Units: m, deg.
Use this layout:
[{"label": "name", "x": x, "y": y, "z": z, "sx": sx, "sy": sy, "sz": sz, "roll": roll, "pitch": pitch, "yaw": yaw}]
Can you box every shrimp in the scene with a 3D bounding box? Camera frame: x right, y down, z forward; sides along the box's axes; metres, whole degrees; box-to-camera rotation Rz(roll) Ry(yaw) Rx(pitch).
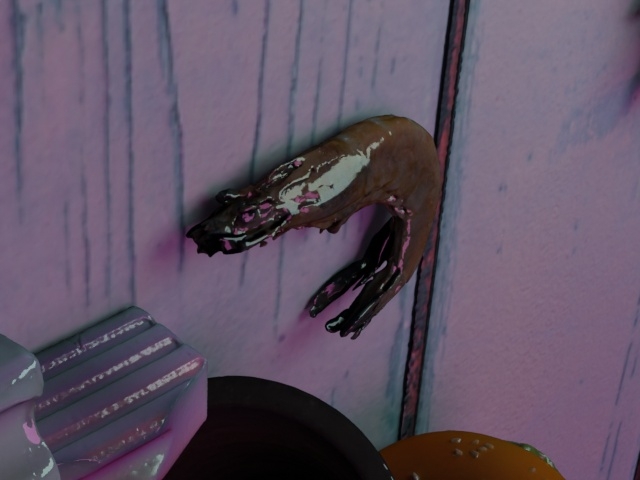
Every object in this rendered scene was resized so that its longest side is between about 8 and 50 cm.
[{"label": "shrimp", "x": 0.000, "y": 0.000, "z": 0.911, "sx": 0.219, "sy": 0.046, "sz": 0.152, "roll": -21, "pitch": 125, "yaw": -40}]

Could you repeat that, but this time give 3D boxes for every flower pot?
[{"label": "flower pot", "x": -0.044, "y": 0.214, "z": 0.893, "sx": 0.235, "sy": 0.235, "sz": 0.148, "roll": -55, "pitch": 162, "yaw": -5}]

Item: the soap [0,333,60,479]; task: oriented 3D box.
[{"label": "soap", "x": -0.256, "y": 0.112, "z": 0.627, "sx": 0.230, "sy": 0.145, "sz": 0.091, "roll": -28, "pitch": 123, "yaw": -41}]

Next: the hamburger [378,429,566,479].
[{"label": "hamburger", "x": 0.098, "y": 0.246, "z": 1.020, "sx": 0.246, "sy": 0.246, "sz": 0.170, "roll": -44, "pitch": 152, "yaw": -19}]

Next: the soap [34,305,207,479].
[{"label": "soap", "x": -0.134, "y": 0.106, "z": 0.784, "sx": 0.149, "sy": 0.100, "sz": 0.056, "roll": -27, "pitch": 132, "yaw": -36}]
